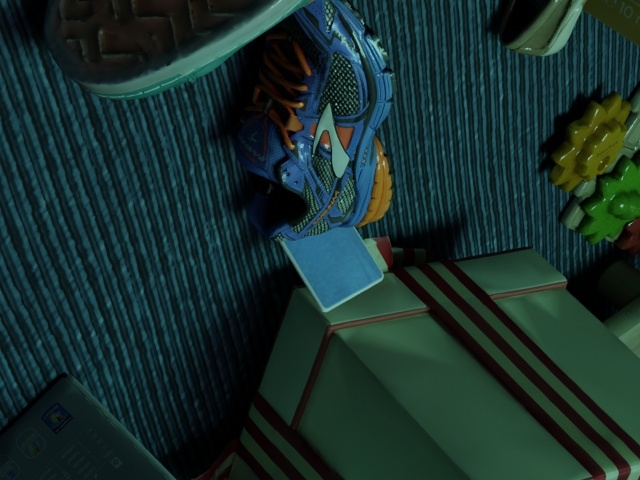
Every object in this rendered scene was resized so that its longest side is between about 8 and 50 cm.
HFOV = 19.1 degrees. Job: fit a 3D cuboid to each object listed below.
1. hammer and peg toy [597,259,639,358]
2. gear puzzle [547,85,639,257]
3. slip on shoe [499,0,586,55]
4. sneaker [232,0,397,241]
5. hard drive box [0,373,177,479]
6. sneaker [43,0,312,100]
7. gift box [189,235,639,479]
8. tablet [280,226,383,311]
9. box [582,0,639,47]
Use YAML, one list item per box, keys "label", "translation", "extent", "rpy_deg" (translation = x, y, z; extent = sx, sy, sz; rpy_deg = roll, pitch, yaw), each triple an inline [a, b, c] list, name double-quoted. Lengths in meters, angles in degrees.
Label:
- label: "hammer and peg toy"
  translation: [0.253, 0.134, 1.630]
  extent: [0.361, 0.127, 0.266]
  rpy_deg: [-32, 147, -26]
- label: "gear puzzle"
  translation: [0.282, -0.063, 1.542]
  extent: [0.339, 0.044, 0.175]
  rpy_deg: [14, 112, -57]
- label: "slip on shoe"
  translation: [0.157, -0.181, 1.250]
  extent: [0.041, 0.051, 0.135]
  rpy_deg: [-3, 133, -37]
- label: "sneaker"
  translation: [-0.009, -0.073, 1.119]
  extent: [0.087, 0.083, 0.221]
  rpy_deg: [-29, 141, -18]
- label: "hard drive box"
  translation: [-0.088, 0.214, 1.173]
  extent: [0.089, 0.232, 0.181]
  rpy_deg: [-44, 148, -11]
- label: "sneaker"
  translation: [-0.004, -0.166, 0.991]
  extent: [0.302, 0.108, 0.121]
  rpy_deg: [-39, 160, -4]
- label: "gift box"
  translation: [0.075, 0.151, 1.296]
  extent: [0.276, 0.258, 0.255]
  rpy_deg: [-3, 127, -40]
- label: "tablet"
  translation: [0.000, 0.000, 1.211]
  extent: [0.054, 0.083, 0.006]
  rpy_deg: [-28, 175, -32]
- label: "box"
  translation: [0.341, -0.262, 1.235]
  extent: [0.168, 0.215, 0.345]
  rpy_deg: [-13, 133, -45]
